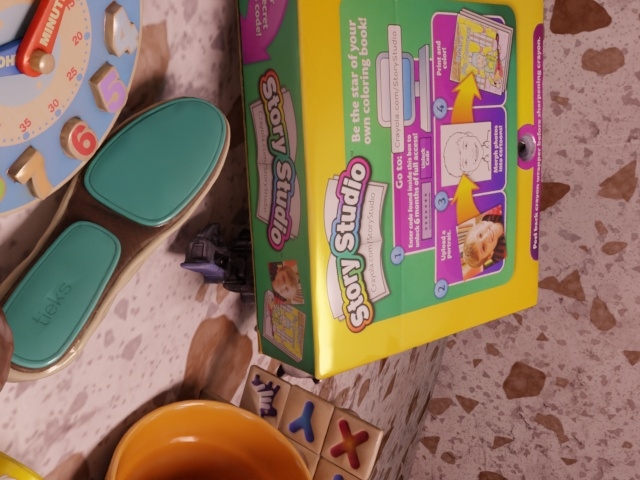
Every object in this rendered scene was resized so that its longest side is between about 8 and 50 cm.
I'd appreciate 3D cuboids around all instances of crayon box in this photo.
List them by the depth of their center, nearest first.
[{"bbox_3d":[0.083,-0.084,0.655,0.313,0.106,0.363,-10,103,-35],"label":"crayon box"}]

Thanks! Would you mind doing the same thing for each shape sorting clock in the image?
[{"bbox_3d":[-0.168,-0.104,0.373,0.206,0.040,0.206,-51,156,-34],"label":"shape sorting clock"}]

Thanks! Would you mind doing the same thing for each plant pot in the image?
[{"bbox_3d":[-0.132,0.303,0.675,0.205,0.205,0.188,-37,158,-56],"label":"plant pot"}]

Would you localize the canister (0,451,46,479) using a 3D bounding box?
[{"bbox_3d":[-0.252,0.239,0.453,0.170,0.073,0.126,-59,158,-31],"label":"canister"}]

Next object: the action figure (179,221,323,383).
[{"bbox_3d":[0.000,0.000,0.742,0.341,0.178,0.330,10,90,-72],"label":"action figure"}]

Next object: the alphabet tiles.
[{"bbox_3d":[-0.054,0.328,0.736,0.011,0.285,0.343,0,109,-61],"label":"alphabet tiles"}]

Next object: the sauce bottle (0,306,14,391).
[{"bbox_3d":[-0.225,-0.027,0.213,0.111,0.111,0.344,-58,158,-29],"label":"sauce bottle"}]

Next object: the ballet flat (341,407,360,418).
[{"bbox_3d":[-0.012,0.396,1.181,0.316,0.107,0.106,-51,146,-44],"label":"ballet flat"}]

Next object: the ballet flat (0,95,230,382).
[{"bbox_3d":[-0.155,-0.007,0.483,0.248,0.086,0.086,-56,156,-29],"label":"ballet flat"}]
